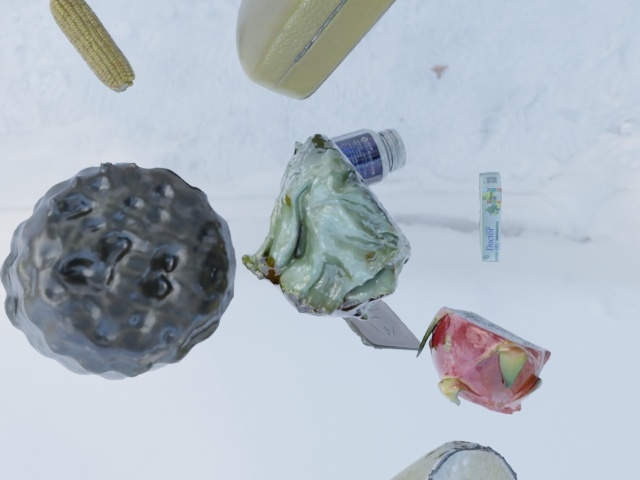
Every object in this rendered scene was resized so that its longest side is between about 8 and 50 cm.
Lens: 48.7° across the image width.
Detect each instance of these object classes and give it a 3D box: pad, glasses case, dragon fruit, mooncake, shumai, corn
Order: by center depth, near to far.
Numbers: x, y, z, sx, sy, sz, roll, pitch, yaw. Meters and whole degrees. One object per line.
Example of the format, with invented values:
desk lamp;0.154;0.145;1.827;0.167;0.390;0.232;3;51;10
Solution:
shumai;-0.002;-0.003;0.690;0.142;0.184;0.184;-39;119;1
mooncake;-0.200;0.028;0.722;0.228;0.228;0.124;26;153;-21
glasses case;0.006;-0.344;0.891;0.141;0.173;0.371;18;147;-25
corn;-0.404;-0.353;1.253;0.068;0.068;0.207;-34;99;14
dragon fruit;0.374;0.284;1.646;0.290;0.290;0.189;21;96;-18
pad;0.115;0.176;1.801;0.286;0.284;0.018;14;118;-53

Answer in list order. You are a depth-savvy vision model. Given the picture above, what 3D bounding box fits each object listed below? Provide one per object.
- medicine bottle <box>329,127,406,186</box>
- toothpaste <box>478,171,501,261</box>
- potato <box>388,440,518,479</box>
medicine bottle;0.055;-0.143;1.295;0.191;0.107;0.107;-18;123;-15
toothpaste;0.283;-0.038;1.183;0.034;0.046;0.164;-2;131;10
potato;0.120;0.390;0.830;0.246;0.196;0.300;-1;82;-38
